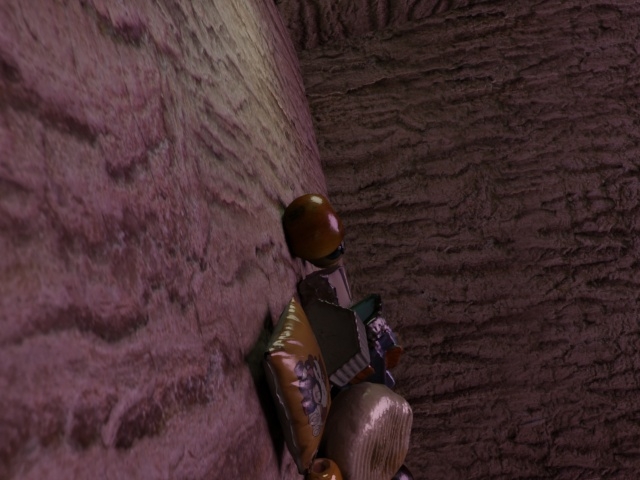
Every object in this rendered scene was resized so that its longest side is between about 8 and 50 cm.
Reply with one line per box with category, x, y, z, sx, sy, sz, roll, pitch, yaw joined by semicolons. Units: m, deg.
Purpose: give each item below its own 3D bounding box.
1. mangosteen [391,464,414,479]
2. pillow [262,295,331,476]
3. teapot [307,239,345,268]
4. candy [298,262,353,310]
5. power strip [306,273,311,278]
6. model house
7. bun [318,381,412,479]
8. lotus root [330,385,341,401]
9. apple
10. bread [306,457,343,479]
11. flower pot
mangosteen;0.294;1.101;2.107;0.289;0.232;0.231;-87;164;-48
pillow;-0.051;0.326;1.152;0.312;0.119;0.309;-66;139;-76
teapot;0.000;0.000;1.955;0.269;0.173;0.182;35;-35;48
candy;0.020;0.189;1.762;0.195;0.137;0.184;-35;110;-66
power strip;-0.003;0.254;1.972;0.117;0.046;0.270;-99;171;-50
model house;0.182;0.430;1.771;0.338;0.298;0.360;58;7;-4
bun;0.114;0.606;1.498;0.365;0.220;0.364;-9;102;-48
lotus root;0.096;0.604;1.776;0.322;0.140;0.158;-106;-161;-51
apple;-0.033;-0.044;1.755;0.236;0.208;0.237;60;-2;4
bread;0.035;0.729;1.268;0.142;0.091;0.304;35;43;-88
flower pot;0.027;0.306;1.440;0.209;0.239;0.189;49;-7;27
